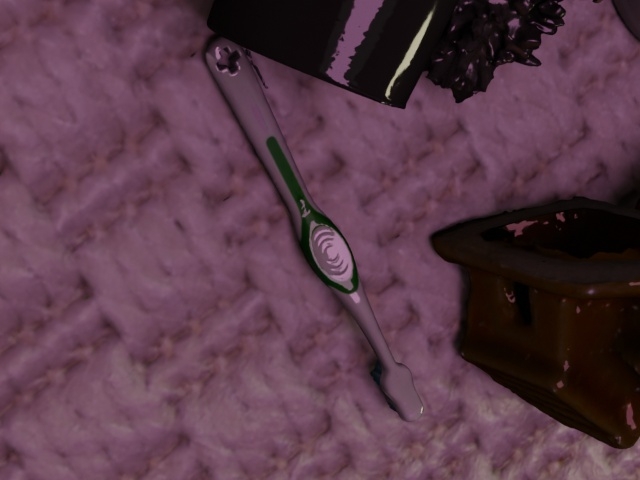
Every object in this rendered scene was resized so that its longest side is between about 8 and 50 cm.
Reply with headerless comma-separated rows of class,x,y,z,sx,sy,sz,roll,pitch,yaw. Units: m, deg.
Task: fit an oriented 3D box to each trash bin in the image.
trash bin,0.055,-0.285,1.092,0.214,0.214,0.333,15,102,-33

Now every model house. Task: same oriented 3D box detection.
model house,0.262,0.096,1.320,0.173,0.268,0.239,-25,121,-35

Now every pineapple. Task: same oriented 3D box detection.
pineapple,0.206,-0.273,1.197,0.362,0.202,0.202,-45,123,9

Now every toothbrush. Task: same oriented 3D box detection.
toothbrush,0.002,0.001,1.246,0.042,0.040,0.418,-35,119,-15

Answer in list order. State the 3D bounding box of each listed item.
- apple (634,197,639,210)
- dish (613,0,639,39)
apple,0.429,0.003,1.395,0.234,0.234,0.234,-9,109,-28
dish,0.414,-0.294,1.331,0.303,0.120,0.303,-8,112,-20
